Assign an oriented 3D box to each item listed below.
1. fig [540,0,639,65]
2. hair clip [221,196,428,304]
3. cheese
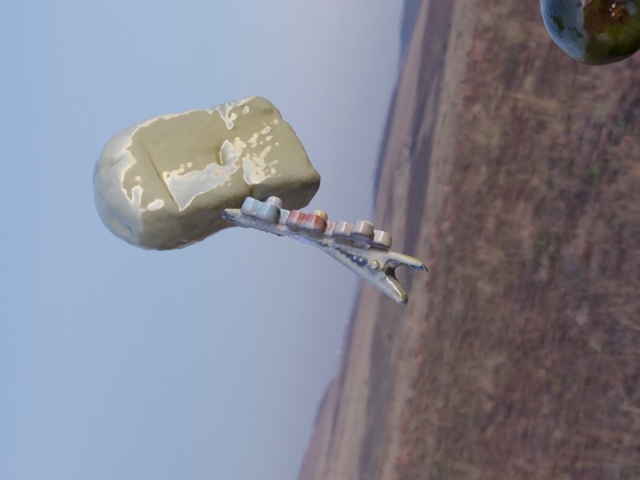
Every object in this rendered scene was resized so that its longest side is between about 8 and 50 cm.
[{"bbox_3d":[0.271,-0.261,1.056,0.133,0.126,0.185,-59,37,22],"label":"fig"},{"bbox_3d":[0.003,-0.006,0.971,0.056,0.213,0.062,-63,-25,-4],"label":"hair clip"},{"bbox_3d":[-0.133,-0.073,1.185,0.159,0.262,0.093,52,141,29],"label":"cheese"}]
